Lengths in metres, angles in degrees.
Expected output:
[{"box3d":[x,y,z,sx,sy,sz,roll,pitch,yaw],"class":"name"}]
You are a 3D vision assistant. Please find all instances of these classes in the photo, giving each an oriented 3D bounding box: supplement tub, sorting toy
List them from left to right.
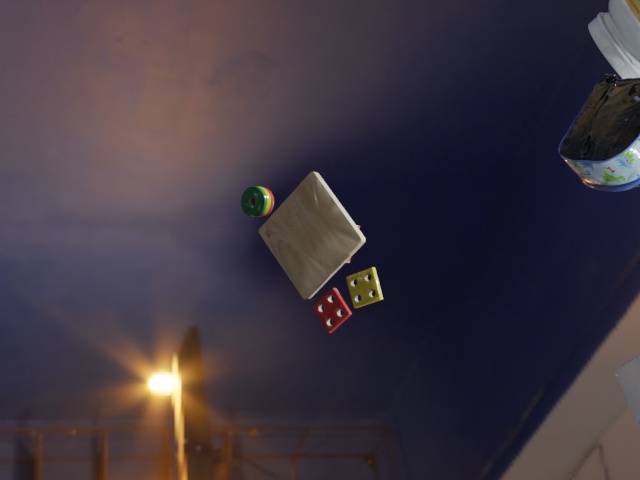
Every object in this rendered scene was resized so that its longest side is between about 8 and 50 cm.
[{"box3d":[0.000,0.000,1.601,0.132,0.046,0.274,-47,-116,26],"class":"sorting toy"},{"box3d":[0.431,-0.271,1.303,0.200,0.144,0.144,-38,-138,26],"class":"supplement tub"}]

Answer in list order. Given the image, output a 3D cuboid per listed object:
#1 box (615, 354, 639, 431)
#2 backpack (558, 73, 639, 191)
[{"box3d":[0.449,0.186,1.411,0.102,0.087,0.101,123,-46,-57],"class":"box"},{"box3d":[0.307,-0.101,1.123,0.114,0.084,0.105,-51,-149,-17],"class":"backpack"}]
